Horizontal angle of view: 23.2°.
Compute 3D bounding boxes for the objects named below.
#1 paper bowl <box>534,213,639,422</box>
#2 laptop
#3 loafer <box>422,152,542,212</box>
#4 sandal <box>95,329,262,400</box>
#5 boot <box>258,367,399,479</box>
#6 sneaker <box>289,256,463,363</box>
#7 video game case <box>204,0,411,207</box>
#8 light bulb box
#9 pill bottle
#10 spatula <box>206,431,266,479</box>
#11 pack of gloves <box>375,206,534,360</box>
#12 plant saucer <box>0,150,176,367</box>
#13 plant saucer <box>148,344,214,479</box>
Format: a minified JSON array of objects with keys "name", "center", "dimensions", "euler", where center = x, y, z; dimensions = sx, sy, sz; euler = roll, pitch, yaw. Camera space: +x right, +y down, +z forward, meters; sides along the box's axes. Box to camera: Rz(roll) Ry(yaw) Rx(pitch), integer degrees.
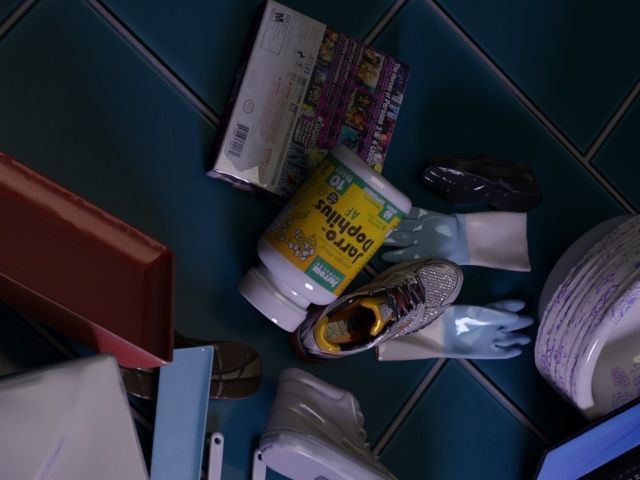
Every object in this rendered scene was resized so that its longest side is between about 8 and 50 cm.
[{"name":"paper bowl","center":[0.388,0.082,1.956],"dimensions":[0.284,0.284,0.148],"euler":[-24,48,-24]},{"name":"laptop","center":[0.382,0.337,1.964],"dimensions":[0.234,0.136,0.264],"euler":[-23,92,-26]},{"name":"loafer","center":[0.203,-0.082,1.995],"dimensions":[0.170,0.062,0.061],"euler":[14,54,-26]},{"name":"sandal","center":[-0.166,0.138,1.782],"dimensions":[0.219,0.060,0.090],"euler":[8,85,-37]},{"name":"boot","center":[0.042,0.247,1.843],"dimensions":[0.258,0.095,0.123],"euler":[37,49,-31]},{"name":"sneaker","center":[0.078,0.087,1.868],"dimensions":[0.225,0.093,0.088],"euler":[-27,94,-18]},{"name":"video game case","center":[-0.012,-0.149,1.904],"dimensions":[0.210,0.042,0.232],"euler":[22,74,-21]},{"name":"light bulb box","center":[-0.270,0.306,1.511],"dimensions":[0.225,0.361,0.358],"euler":[-14,88,-11]},{"name":"pill bottle","center":[0.000,0.000,1.817],"dimensions":[0.117,0.117,0.208],"euler":[39,94,-15]},{"name":"spatula","center":[-0.076,0.351,1.808],"dimensions":[0.168,0.019,0.242],"euler":[12,72,-26]},{"name":"pack of gloves","center":[0.177,0.052,1.962],"dimensions":[0.232,0.046,0.195],"euler":[1,82,-26]},{"name":"plant saucer","center":[-0.277,0.024,1.673],"dimensions":[0.258,0.259,0.048],"euler":[31,112,-18]},{"name":"plant saucer","center":[-0.161,0.208,1.748],"dimensions":[0.067,0.018,0.192],"euler":[-4,109,-35]}]
